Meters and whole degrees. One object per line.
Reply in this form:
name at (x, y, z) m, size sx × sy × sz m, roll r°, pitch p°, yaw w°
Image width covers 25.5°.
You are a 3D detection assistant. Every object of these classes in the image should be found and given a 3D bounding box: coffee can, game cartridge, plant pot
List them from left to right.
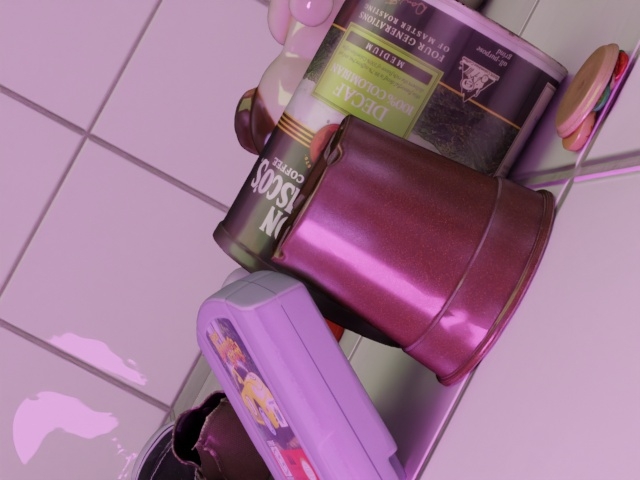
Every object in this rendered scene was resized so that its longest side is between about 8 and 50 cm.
game cartridge at (-0.028, 0.122, 1.147) m, size 0.060 × 0.196 × 0.294 m, roll -25°, pitch -4°, yaw -15°
coffee can at (0.059, -0.074, 1.228) m, size 0.275 × 0.201 × 0.201 m, roll -61°, pitch 6°, yaw 7°
plant pot at (0.061, -0.001, 1.062) m, size 0.167 × 0.165 × 0.167 m, roll -61°, pitch 6°, yaw 10°

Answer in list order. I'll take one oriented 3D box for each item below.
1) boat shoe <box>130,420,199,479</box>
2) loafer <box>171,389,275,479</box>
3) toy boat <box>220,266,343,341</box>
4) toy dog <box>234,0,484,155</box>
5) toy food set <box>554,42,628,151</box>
boat shoe at (-0.215, 0.379, 1.898) m, size 0.105 × 0.113 × 0.306 m, roll -38°, pitch 26°, yaw 59°
loafer at (-0.093, 0.209, 1.548) m, size 0.134 × 0.130 × 0.366 m, roll -63°, pitch 6°, yaw -16°
toy boat at (0.014, -0.018, 1.596) m, size 0.318 × 0.148 × 0.267 m, roll -59°, pitch 7°, yaw 21°
toy dog at (0.039, -0.266, 1.910) m, size 0.408 × 0.284 × 0.395 m, roll -65°, pitch 6°, yaw -13°
toy food set at (0.203, -0.111, 1.057) m, size 0.082 × 0.020 × 0.083 m, roll -58°, pitch 7°, yaw 28°
